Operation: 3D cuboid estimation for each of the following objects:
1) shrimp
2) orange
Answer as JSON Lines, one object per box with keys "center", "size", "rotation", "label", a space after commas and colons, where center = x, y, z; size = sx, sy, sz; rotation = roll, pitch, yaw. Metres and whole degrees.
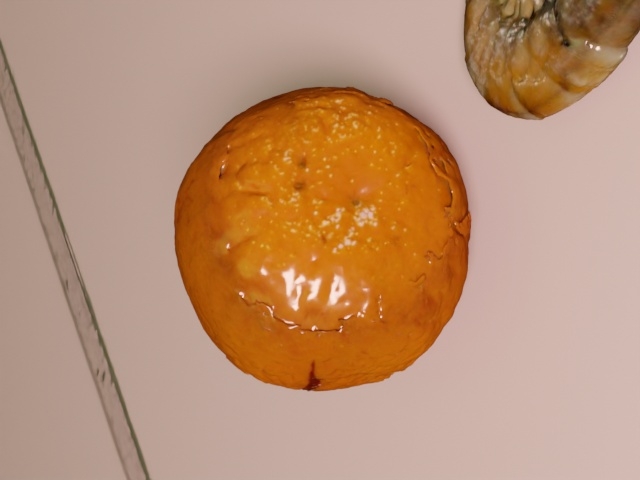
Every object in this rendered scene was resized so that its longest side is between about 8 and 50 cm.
{"center": [0.140, -0.170, 0.607], "size": [0.217, 0.051, 0.150], "rotation": [-54, 47, 43], "label": "shrimp"}
{"center": [0.000, 0.000, 0.689], "size": [0.161, 0.193, 0.193], "rotation": [97, 155, -71], "label": "orange"}
